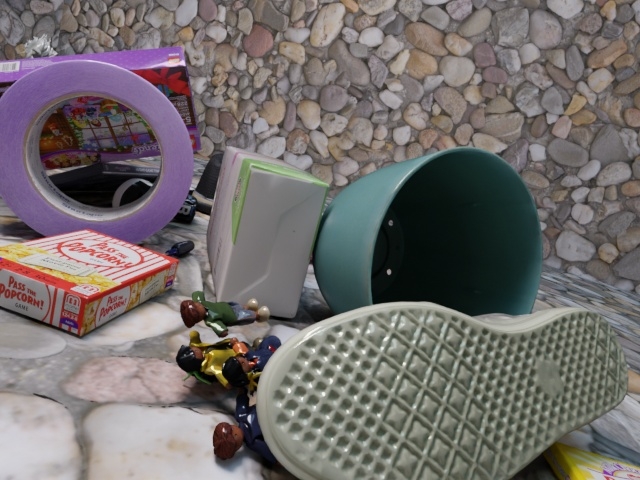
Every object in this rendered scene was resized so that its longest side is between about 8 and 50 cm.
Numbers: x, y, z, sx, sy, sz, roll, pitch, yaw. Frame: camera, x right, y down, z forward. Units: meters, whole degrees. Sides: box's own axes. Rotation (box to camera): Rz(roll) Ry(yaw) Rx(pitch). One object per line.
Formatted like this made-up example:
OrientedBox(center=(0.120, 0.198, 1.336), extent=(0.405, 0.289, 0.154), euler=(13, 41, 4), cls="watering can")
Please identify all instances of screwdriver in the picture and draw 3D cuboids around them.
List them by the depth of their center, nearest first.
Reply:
OrientedBox(center=(-0.260, 0.022, 0.730), extent=(0.025, 0.024, 0.170), euler=(48, 19, 7), cls="screwdriver")

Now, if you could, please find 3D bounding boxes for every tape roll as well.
OrientedBox(center=(-0.341, -0.129, 0.691), extent=(0.274, 0.275, 0.090), euler=(12, 12, -23), cls="tape roll")

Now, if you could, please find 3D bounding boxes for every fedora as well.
OrientedBox(center=(-0.239, -0.158, 1.285), extent=(0.333, 0.153, 0.334), euler=(16, 12, -3), cls="fedora")

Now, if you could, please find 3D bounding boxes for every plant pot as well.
OrientedBox(center=(0.121, 0.024, 0.644), extent=(0.292, 0.293, 0.235), euler=(10, 0, -30), cls="plant pot")

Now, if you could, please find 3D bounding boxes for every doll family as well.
OrientedBox(center=(-0.072, 0.118, 0.407), extent=(0.193, 0.076, 0.111), euler=(30, 12, 39), cls="doll family")

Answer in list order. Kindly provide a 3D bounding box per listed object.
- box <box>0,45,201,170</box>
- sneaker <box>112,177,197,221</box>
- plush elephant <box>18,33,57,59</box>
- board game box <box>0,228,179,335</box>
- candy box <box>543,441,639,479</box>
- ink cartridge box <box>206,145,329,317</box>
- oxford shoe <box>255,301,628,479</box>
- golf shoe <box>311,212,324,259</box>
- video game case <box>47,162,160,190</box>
OrientedBox(center=(-0.374, -0.229, 0.793), extent=(0.293, 0.201, 0.057), euler=(-11, 60, -12), cls="box")
OrientedBox(center=(-0.338, -0.082, 0.967), extent=(0.121, 0.079, 0.217), euler=(17, 11, 6), cls="sneaker")
OrientedBox(center=(-0.725, -0.332, 1.185), extent=(0.271, 0.330, 0.255), euler=(1, -28, 10), cls="plush elephant")
OrientedBox(center=(-0.286, 0.040, 0.542), extent=(0.146, 0.045, 0.193), euler=(18, 11, 6), cls="board game box")
OrientedBox(center=(0.333, 0.258, 0.423), extent=(0.205, 0.027, 0.105), euler=(17, 8, 1), cls="candy box")
OrientedBox(center=(-0.112, -0.040, 0.759), extent=(0.119, 0.207, 0.353), euler=(11, 13, -20), cls="ink cartridge box")
OrientedBox(center=(0.139, 0.147, 0.453), extent=(0.449, 0.169, 0.130), euler=(1, -17, -32), cls="oxford shoe")
OrientedBox(center=(0.000, 0.000, 1.031), extent=(0.306, 0.115, 0.140), euler=(1, 29, -34), cls="golf shoe")
OrientedBox(center=(-0.455, -0.136, 0.993), extent=(0.196, 0.026, 0.274), euler=(-8, 2, 19), cls="video game case")
